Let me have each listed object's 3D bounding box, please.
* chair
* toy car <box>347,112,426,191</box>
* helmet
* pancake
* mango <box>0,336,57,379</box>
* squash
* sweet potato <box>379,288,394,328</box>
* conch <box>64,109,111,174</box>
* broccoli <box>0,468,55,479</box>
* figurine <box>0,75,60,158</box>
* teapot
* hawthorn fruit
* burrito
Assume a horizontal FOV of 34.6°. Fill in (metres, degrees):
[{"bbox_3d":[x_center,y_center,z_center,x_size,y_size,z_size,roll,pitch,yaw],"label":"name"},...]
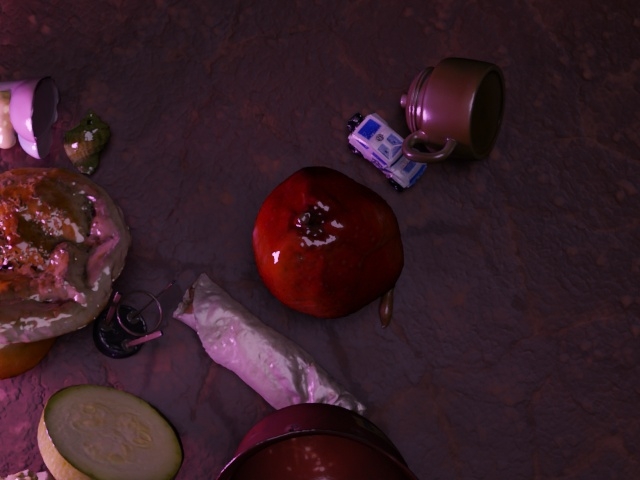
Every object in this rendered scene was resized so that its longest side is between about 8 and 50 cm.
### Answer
[{"bbox_3d":[-0.323,0.135,1.793,0.104,0.221,0.095,48,54,-4],"label":"chair"},{"bbox_3d":[0.122,-0.174,1.936,0.170,0.070,0.080,42,80,3],"label":"toy car"},{"bbox_3d":[-0.013,0.397,1.725,0.337,0.230,0.385,-42,114,16],"label":"helmet"},{"bbox_3d":[-0.521,0.018,1.780,0.386,0.082,0.387,-2,57,3],"label":"pancake"},{"bbox_3d":[-0.525,0.150,1.809,0.253,0.113,0.138,-42,82,-17],"label":"mango"},{"bbox_3d":[-0.353,0.341,1.736,0.252,0.252,0.049,28,113,1],"label":"squash"},{"bbox_3d":[0.126,0.106,1.910,0.026,0.026,0.115,11,81,-2],"label":"sweet potato"},{"bbox_3d":[-0.435,-0.185,1.906,0.089,0.074,0.121,11,97,29],"label":"conch"},{"bbox_3d":[-0.482,0.509,1.684,0.293,0.281,0.348,-28,120,11],"label":"broccoli"},{"bbox_3d":[-0.644,-0.201,1.799,0.315,0.206,0.284,0,54,1],"label":"figurine"},{"bbox_3d":[0.227,-0.239,1.904,0.175,0.186,0.268,11,51,29],"label":"teapot"},{"bbox_3d":[0.000,0.000,1.777,0.265,0.307,0.265,-3,80,15],"label":"hawthorn fruit"},{"bbox_3d":[-0.098,0.216,1.850,0.392,0.076,0.117,38,86,5],"label":"burrito"}]
